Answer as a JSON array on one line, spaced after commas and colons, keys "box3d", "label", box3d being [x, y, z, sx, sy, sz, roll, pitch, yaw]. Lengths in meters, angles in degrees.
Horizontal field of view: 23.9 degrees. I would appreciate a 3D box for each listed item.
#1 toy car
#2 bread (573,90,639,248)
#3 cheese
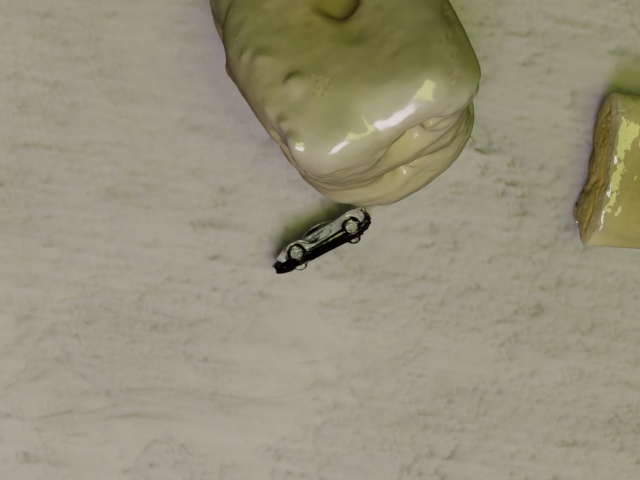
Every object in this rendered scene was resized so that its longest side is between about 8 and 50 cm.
[{"box3d": [0.000, 0.000, 1.270, 0.093, 0.041, 0.025, -26, 76, -8], "label": "toy car"}, {"box3d": [0.320, -0.055, 1.329, 0.178, 0.060, 0.139, 7, 102, -16], "label": "bread"}, {"box3d": [0.019, -0.151, 1.192, 0.174, 0.251, 0.248, -27, 72, 6], "label": "cheese"}]
